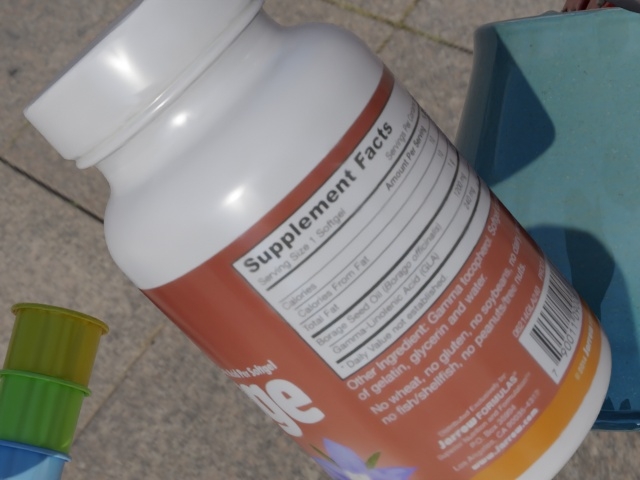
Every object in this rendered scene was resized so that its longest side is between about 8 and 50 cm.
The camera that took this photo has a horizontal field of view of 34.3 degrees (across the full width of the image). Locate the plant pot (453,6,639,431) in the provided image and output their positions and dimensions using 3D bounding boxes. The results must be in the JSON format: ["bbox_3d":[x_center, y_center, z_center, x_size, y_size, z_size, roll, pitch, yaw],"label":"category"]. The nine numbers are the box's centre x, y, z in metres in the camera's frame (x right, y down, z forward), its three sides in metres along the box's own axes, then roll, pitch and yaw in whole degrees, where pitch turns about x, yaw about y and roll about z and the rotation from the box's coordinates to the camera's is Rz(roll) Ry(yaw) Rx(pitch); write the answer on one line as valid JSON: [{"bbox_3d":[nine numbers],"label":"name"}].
[{"bbox_3d":[0.203,-0.032,0.726,0.271,0.271,0.255,-2,100,19],"label":"plant pot"}]

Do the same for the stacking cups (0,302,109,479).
[{"bbox_3d":[-0.271,0.217,0.932,0.096,0.096,0.316,2,68,21],"label":"stacking cups"}]

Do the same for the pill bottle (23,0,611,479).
[{"bbox_3d":[0.000,0.000,0.387,0.121,0.216,0.121,-39,17,14],"label":"pill bottle"}]

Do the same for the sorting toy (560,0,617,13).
[{"bbox_3d":[0.329,-0.219,1.238,0.089,0.255,0.257,22,103,-4],"label":"sorting toy"}]

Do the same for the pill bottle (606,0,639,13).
[{"bbox_3d":[0.119,-0.130,0.255,0.130,0.245,0.131,0,89,-11],"label":"pill bottle"}]
